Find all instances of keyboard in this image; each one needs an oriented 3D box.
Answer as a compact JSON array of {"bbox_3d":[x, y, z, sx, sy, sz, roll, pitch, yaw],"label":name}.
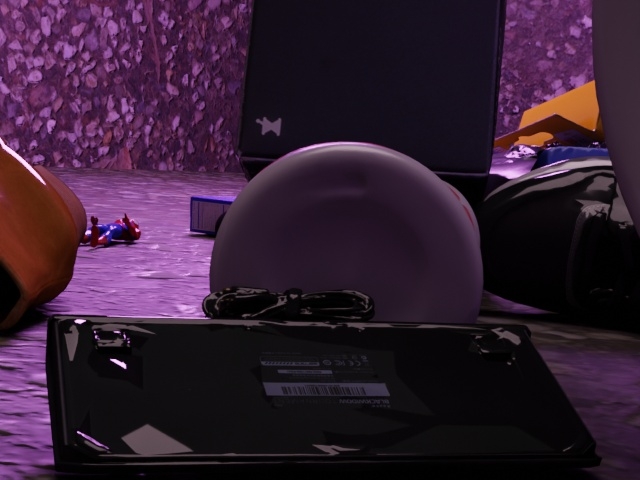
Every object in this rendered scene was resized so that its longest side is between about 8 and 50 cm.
[{"bbox_3d":[-0.003,0.049,0.446,0.180,0.023,0.108,3,30,-17],"label":"keyboard"}]

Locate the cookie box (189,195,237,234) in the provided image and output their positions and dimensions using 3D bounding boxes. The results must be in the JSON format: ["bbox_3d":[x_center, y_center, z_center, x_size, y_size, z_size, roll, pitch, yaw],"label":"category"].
[{"bbox_3d":[-0.067,-0.023,1.329,0.107,0.040,0.092,8,6,37],"label":"cookie box"}]

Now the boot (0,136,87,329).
[{"bbox_3d":[-0.261,-0.061,0.704,0.295,0.104,0.211,33,7,-3],"label":"boot"}]

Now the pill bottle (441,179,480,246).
[{"bbox_3d":[0.021,0.003,0.776,0.087,0.087,0.160,7,6,38],"label":"pill bottle"}]

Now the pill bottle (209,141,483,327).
[{"bbox_3d":[0.009,0.009,0.578,0.108,0.108,0.180,4,4,-2],"label":"pill bottle"}]

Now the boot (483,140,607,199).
[{"bbox_3d":[0.387,-0.031,1.338,0.367,0.146,0.445,8,-4,-25],"label":"boot"}]

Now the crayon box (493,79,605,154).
[{"bbox_3d":[0.379,-0.103,1.564,0.323,0.083,0.203,22,-15,-17],"label":"crayon box"}]

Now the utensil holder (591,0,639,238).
[{"bbox_3d":[0.311,-0.072,0.496,0.327,0.328,0.385,6,4,25],"label":"utensil holder"}]

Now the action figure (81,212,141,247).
[{"bbox_3d":[-0.190,-0.010,1.159,0.038,0.030,0.115,0,1,14],"label":"action figure"}]

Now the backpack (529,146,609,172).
[{"bbox_3d":[0.194,-0.004,0.964,0.098,0.101,0.120,7,-28,-2],"label":"backpack"}]

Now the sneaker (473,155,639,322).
[{"bbox_3d":[0.232,0.010,0.799,0.283,0.107,0.124,4,11,3],"label":"sneaker"}]

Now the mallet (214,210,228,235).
[{"bbox_3d":[0.000,0.000,1.160,0.189,0.039,0.062,7,3,-8],"label":"mallet"}]

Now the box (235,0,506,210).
[{"bbox_3d":[0.049,-0.153,1.007,0.182,0.296,0.294,4,-13,5],"label":"box"}]
